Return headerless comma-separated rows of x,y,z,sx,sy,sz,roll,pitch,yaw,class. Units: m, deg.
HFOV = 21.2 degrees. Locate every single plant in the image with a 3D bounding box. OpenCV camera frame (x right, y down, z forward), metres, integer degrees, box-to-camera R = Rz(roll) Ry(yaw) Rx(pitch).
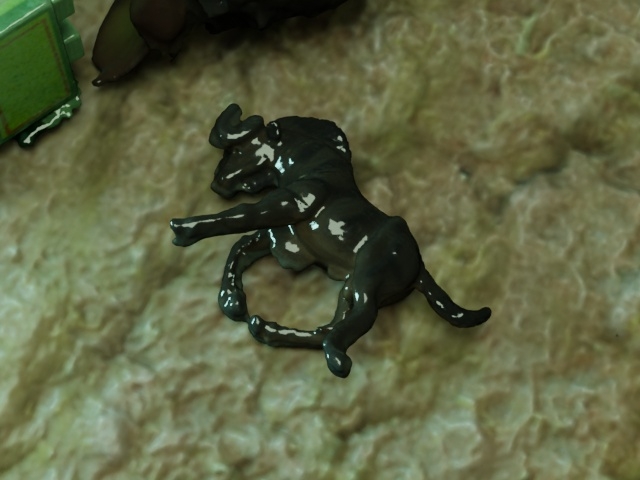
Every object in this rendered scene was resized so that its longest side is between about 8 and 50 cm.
-0.069,-0.241,1.194,0.234,0.204,0.178,-11,47,-2,plant

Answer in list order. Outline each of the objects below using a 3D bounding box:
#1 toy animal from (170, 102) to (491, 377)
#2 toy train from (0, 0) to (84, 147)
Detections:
0.000,0.000,1.147,0.233,0.084,0.148,38,72,18,toy animal
-0.298,-0.165,1.181,0.188,0.159,0.271,-35,69,-14,toy train
